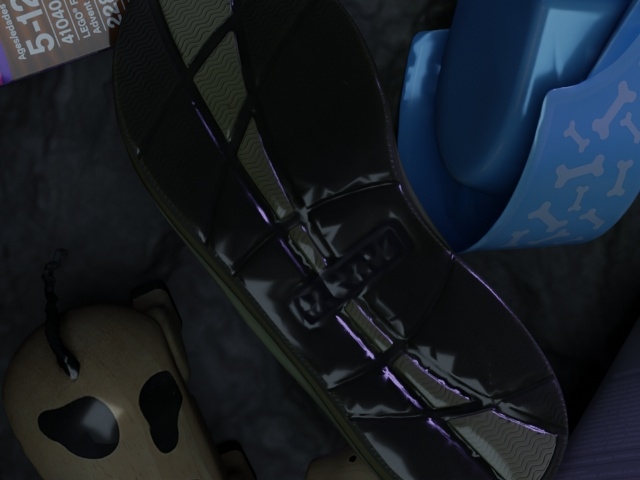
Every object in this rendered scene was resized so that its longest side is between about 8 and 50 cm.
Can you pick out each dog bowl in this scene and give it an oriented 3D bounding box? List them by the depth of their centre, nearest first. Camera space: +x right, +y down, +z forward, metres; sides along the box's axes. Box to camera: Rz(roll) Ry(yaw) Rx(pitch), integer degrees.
[{"bbox_3d":[0.119,-0.132,0.847,0.074,0.166,0.297,10,102,-21],"label":"dog bowl"}]

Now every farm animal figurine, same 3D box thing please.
[{"bbox_3d":[-0.042,0.149,0.883,0.330,0.172,0.327,-41,104,4],"label":"farm animal figurine"}]

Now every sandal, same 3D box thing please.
[{"bbox_3d":[-0.001,0.002,0.822,0.120,0.086,0.302,-29,86,-11],"label":"sandal"}]

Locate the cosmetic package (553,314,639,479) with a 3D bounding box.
[{"bbox_3d":[0.210,0.094,0.873,0.127,0.107,0.238,47,59,-19],"label":"cosmetic package"}]

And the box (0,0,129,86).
[{"bbox_3d":[-0.165,-0.224,0.841,0.201,0.057,0.293,-20,105,-1],"label":"box"}]
